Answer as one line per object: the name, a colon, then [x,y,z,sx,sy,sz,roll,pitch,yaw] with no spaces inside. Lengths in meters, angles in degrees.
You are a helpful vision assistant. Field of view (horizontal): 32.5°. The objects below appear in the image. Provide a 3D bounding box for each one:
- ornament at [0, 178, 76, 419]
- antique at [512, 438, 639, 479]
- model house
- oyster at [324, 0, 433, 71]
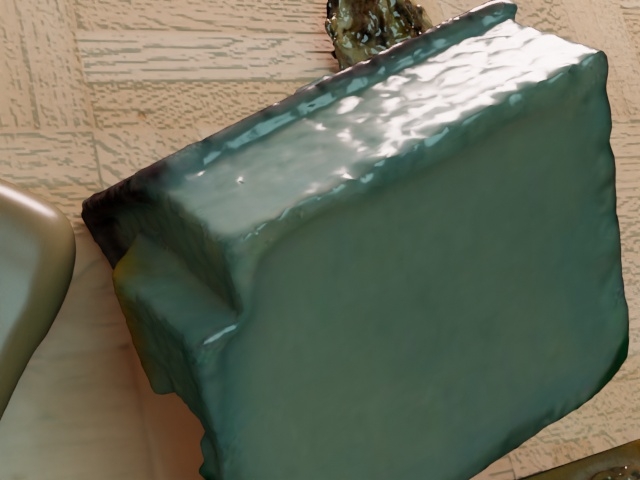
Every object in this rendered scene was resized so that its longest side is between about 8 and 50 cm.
ornament: [-0.244,-0.018,0.592,0.230,0.061,0.245,26,61,-14]
antique: [0.160,0.208,0.655,0.146,0.148,0.152,-10,72,-32]
model house: [0.000,0.000,0.658,0.280,0.249,0.230,-27,122,-22]
oyster: [0.049,-0.143,0.804,0.108,0.053,0.166,-30,92,-23]
